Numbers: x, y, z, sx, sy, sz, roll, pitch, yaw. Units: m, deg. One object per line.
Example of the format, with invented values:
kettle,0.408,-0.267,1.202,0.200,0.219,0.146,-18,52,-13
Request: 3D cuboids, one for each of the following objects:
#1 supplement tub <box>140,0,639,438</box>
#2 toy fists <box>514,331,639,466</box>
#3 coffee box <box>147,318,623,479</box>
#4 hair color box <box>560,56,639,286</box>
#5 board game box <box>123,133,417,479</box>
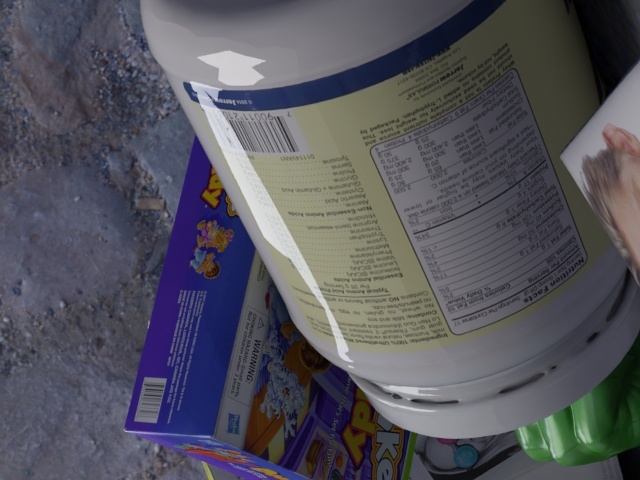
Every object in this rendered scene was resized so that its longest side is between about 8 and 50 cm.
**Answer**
supplement tub,0.057,-0.062,1.077,0.325,0.235,0.235,63,174,-35
toy fists,0.169,0.068,1.246,0.096,0.142,0.279,62,174,-24
coffee box,0.076,0.211,1.723,0.338,0.334,0.337,62,177,38
hair color box,0.202,-0.017,0.684,0.174,0.105,0.347,60,175,7
board game box,0.000,0.000,1.270,0.078,0.347,0.233,0,161,35
